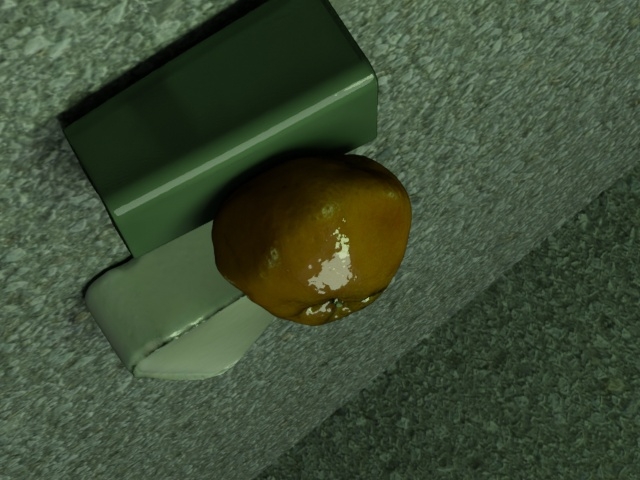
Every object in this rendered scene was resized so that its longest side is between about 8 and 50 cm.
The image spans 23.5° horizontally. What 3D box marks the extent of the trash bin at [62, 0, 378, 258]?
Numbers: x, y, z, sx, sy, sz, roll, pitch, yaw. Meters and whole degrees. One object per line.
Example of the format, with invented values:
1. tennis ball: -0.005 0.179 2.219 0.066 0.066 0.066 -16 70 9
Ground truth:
1. trash bin: -0.118 -0.139 1.838 0.343 0.158 0.223 -28 165 -6

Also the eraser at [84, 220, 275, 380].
1. eraser: -0.194 0.088 2.274 0.331 0.150 0.331 -34 164 -11

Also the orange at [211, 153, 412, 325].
1. orange: 0.000 0.000 1.847 0.249 0.183 0.249 -27 167 -7
